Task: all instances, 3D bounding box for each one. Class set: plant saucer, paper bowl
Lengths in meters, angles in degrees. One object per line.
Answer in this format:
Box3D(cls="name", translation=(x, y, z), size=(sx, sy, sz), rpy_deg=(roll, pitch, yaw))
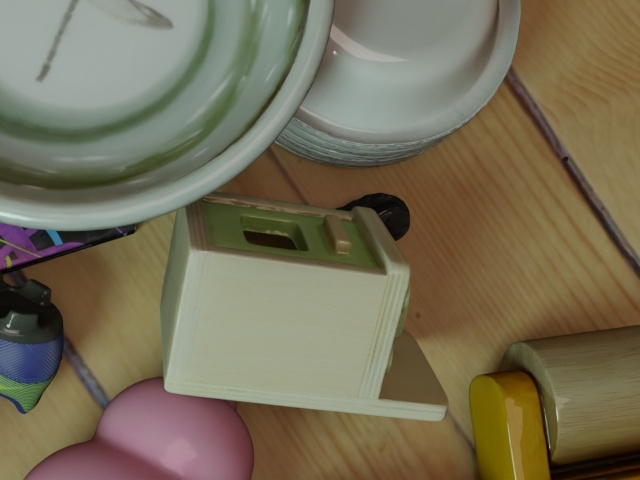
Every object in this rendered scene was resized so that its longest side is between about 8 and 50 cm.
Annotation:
Box3D(cls="plant saucer", translation=(-0.191, -0.200, 0.840), size=(0.401, 0.100, 0.400), rpy_deg=(1, 82, -8))
Box3D(cls="paper bowl", translation=(0.044, -0.217, 0.959), size=(0.284, 0.148, 0.284), rpy_deg=(2, 80, -13))

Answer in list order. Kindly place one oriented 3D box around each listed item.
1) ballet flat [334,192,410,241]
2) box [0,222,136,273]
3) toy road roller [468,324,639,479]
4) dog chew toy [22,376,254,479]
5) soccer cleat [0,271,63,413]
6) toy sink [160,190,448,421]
Box3D(cls="ballet flat", translation=(0.000, 0.000, 0.974), size=(0.173, 0.049, 0.057), rpy_deg=(-16, 113, -11))
Box3D(cls="box", translation=(-0.252, -0.038, 0.915), size=(0.162, 0.029, 0.116), rpy_deg=(-19, 87, -17))
Box3D(cls="toy road roller", translation=(0.275, 0.237, 0.898), size=(0.203, 0.240, 0.329), rpy_deg=(-7, 83, -16))
Box3D(cls="dog chew toy", translation=(-0.163, 0.249, 0.811), size=(0.207, 0.206, 0.331), rpy_deg=(34, 67, -7))
Box3D(cls="soccer cleat", translation=(-0.348, 0.066, 0.843), size=(0.289, 0.093, 0.121), rpy_deg=(15, 114, -2))
Box3D(cls="toy sink", translation=(-0.006, 0.046, 0.879), size=(0.234, 0.153, 0.131), rpy_deg=(9, 109, -12))
